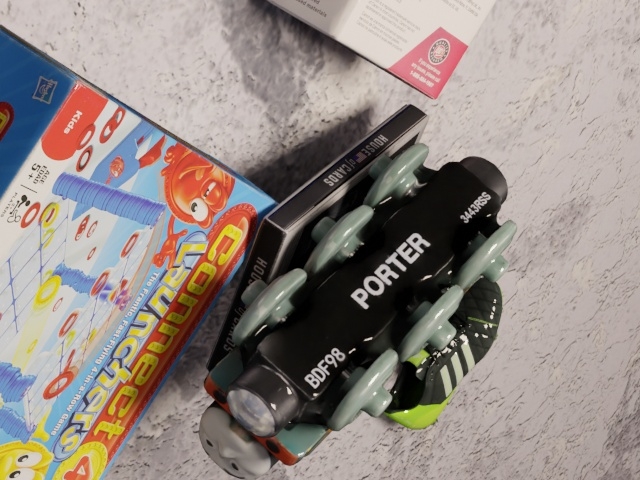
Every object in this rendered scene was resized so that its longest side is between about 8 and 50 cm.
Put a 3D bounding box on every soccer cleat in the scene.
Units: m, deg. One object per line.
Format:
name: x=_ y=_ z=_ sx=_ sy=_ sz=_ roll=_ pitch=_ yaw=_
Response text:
soccer cleat: x=0.126 y=0.115 z=1.827 sx=0.072 sy=0.060 sz=0.179 roll=23 pitch=100 yaw=-48

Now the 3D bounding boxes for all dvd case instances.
dvd case: x=0.000 y=0.000 z=1.517 sx=0.239 sy=0.030 sz=0.179 roll=-39 pitch=158 yaw=-47

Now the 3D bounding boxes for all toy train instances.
toy train: x=0.031 y=0.061 z=1.439 sx=0.334 sy=0.142 sz=0.190 roll=-45 pitch=171 yaw=-36

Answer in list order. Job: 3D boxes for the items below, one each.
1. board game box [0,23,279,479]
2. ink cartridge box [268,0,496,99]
board game box: x=-0.205 y=0.040 z=1.302 sx=0.308 sy=0.086 sz=0.302 roll=-58 pitch=151 yaw=1
ink cartridge box: x=0.082 y=-0.256 z=1.426 sx=0.172 sy=0.100 sz=0.237 roll=23 pitch=99 yaw=-56
